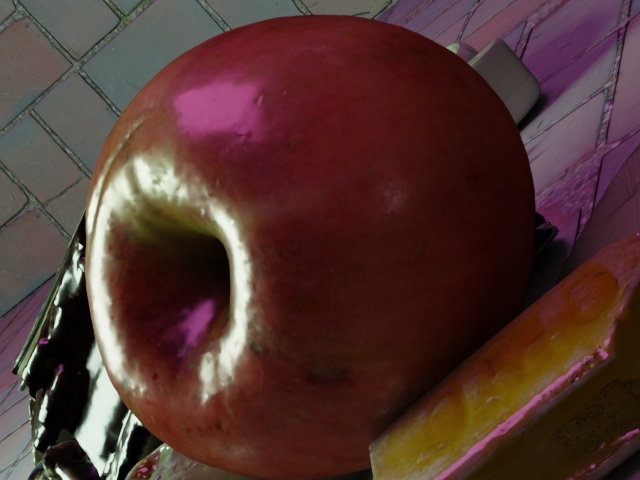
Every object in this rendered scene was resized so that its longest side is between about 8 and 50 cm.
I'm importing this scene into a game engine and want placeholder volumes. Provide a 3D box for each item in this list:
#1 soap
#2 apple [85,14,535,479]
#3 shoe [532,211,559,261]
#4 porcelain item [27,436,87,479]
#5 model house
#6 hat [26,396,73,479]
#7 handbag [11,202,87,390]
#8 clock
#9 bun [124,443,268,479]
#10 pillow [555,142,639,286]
[{"bbox_3d":[0.154,0.101,0.943,0.257,0.080,0.160,-41,12,7],"label":"soap"},{"bbox_3d":[0.000,0.000,1.150,0.364,0.364,0.364,-40,12,10],"label":"apple"},{"bbox_3d":[0.142,-0.012,1.331,0.091,0.106,0.207,-45,17,-6],"label":"shoe"},{"bbox_3d":[-0.209,0.234,1.571,0.288,0.138,0.186,-52,-6,-28],"label":"porcelain item"},{"bbox_3d":[-0.159,0.090,1.449,0.297,0.282,0.317,-5,-58,-47],"label":"model house"},{"bbox_3d":[-0.320,0.303,1.803,0.144,0.173,0.166,0,-66,-51],"label":"hat"},{"bbox_3d":[-0.262,0.044,1.887,0.237,0.160,0.359,-155,90,-83],"label":"handbag"},{"bbox_3d":[0.129,-0.144,1.843,0.265,0.108,0.324,-43,11,-1],"label":"clock"},{"bbox_3d":[-0.118,0.240,1.243,0.195,0.118,0.195,-40,15,13],"label":"bun"},{"bbox_3d":[0.316,-0.080,1.077,0.274,0.076,0.280,-50,13,-27],"label":"pillow"}]
